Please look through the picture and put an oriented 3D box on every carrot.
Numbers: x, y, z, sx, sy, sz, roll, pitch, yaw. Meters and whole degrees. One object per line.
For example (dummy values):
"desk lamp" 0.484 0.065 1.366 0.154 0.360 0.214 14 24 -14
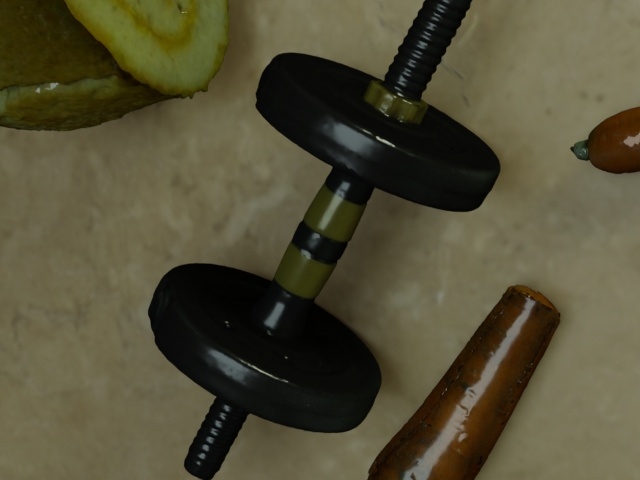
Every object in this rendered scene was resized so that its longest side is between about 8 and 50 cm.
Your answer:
"carrot" 0.204 -0.063 0.996 0.142 0.035 0.035 -14 89 22
"carrot" 0.084 0.098 1.060 0.055 0.055 0.161 37 102 18

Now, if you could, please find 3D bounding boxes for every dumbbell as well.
"dumbbell" 0.000 0.000 1.037 0.143 0.143 0.325 34 108 19

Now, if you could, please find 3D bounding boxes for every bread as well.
"bread" -0.170 -0.177 1.055 0.124 0.257 0.186 -20 51 31
